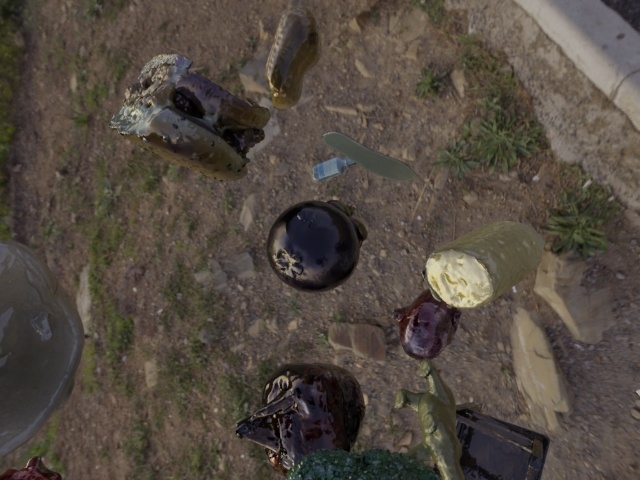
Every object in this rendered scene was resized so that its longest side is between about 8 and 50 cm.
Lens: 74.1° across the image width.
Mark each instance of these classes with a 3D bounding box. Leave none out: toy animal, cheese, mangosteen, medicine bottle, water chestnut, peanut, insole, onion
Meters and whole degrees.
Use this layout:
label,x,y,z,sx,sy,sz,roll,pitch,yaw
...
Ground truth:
label,x,y,z,sx,sy,sz,roll,pitch,yaw
toy animal,0.195,0.322,0.715,0.103,0.101,0.218,-49,18,32
cheese,0.250,0.033,0.649,0.123,0.167,0.093,-4,104,51
mangosteen,0.000,0.000,0.862,0.194,0.230,0.194,19,128,27
medicine bottle,0.062,-0.329,1.905,0.209,0.054,0.090,-16,58,22
water chestnut,-0.037,0.404,0.969,0.244,0.289,0.289,37,92,-4
peanut,-0.066,-0.433,1.023,0.110,0.120,0.236,35,121,32
insole,0.069,-0.114,0.588,0.053,0.153,0.002,-22,51,53
onion,0.248,0.172,0.978,0.151,0.098,0.205,22,47,13

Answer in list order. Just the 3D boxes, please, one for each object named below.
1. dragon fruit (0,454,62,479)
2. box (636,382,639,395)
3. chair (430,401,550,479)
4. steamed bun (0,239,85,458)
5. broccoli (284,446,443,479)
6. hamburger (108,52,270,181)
label,x,y,z,sx,sy,sz,roll,pitch,yaw
dragon fruit,-0.561,0.628,0.913,0.228,0.286,0.328,-18,81,-21
box,0.775,0.255,0.875,0.067,0.243,0.155,54,138,19
chair,0.429,0.541,1.052,0.241,0.416,0.202,13,83,38
steamed bun,-0.555,0.203,0.725,0.247,0.236,0.383,-7,60,42
broccoli,0.041,0.327,0.371,0.270,0.269,0.270,16,60,26
hamburger,-0.261,-0.248,0.893,0.318,0.277,0.195,24,89,52
